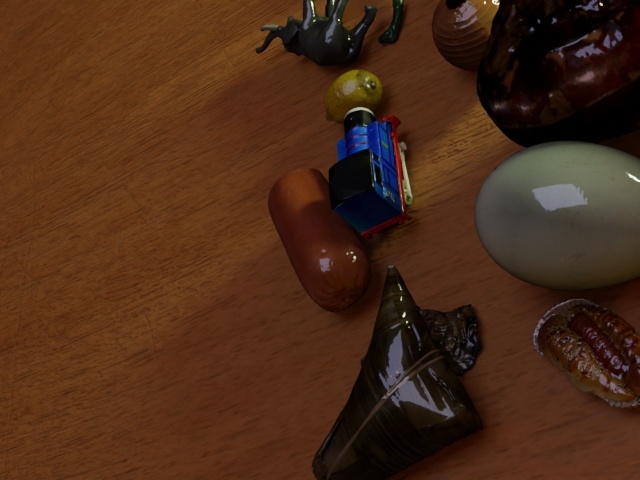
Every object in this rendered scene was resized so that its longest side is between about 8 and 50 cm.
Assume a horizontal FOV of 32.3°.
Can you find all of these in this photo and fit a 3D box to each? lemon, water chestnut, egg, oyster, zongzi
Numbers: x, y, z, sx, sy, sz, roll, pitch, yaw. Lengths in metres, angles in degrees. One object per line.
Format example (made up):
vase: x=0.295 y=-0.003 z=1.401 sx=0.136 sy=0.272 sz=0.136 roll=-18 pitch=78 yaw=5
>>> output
lemon: x=0.051 y=-0.229 z=1.787 sx=0.110 sy=0.082 sz=0.082 roll=-33 pitch=45 yaw=31
water chestnut: x=0.329 y=-0.258 z=1.403 sx=0.300 sy=0.300 sz=0.300 roll=-23 pitch=50 yaw=30
egg: x=0.313 y=-0.030 z=1.339 sx=0.264 sy=0.183 sz=0.183 roll=3 pitch=65 yaw=37
oyster: x=0.133 y=0.142 z=1.488 sx=0.177 sy=0.056 sz=0.106 roll=-14 pitch=62 yaw=30
zongzi: x=0.057 y=0.194 z=1.440 sx=0.247 sy=0.111 sz=0.241 roll=-36 pitch=63 yaw=19

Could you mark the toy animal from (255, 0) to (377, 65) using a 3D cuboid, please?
toy animal: x=-0.013 y=-0.378 z=1.928 sx=0.269 sy=0.082 sz=0.137 roll=20 pitch=96 yaw=46

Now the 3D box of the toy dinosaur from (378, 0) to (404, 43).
toy dinosaur: x=0.170 y=-0.575 z=1.912 sx=0.447 sy=0.087 sz=0.301 roll=-53 pitch=40 yaw=10

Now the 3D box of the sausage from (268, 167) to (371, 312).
sausage: x=0.000 y=0.000 z=1.658 sx=0.113 sy=0.113 sz=0.259 roll=-42 pitch=42 yaw=13

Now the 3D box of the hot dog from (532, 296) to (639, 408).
hot dog: x=0.331 y=0.133 z=1.309 sx=0.099 sy=0.053 sz=0.192 roll=-54 pitch=39 yaw=5

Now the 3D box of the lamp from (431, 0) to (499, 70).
lamp: x=0.233 y=-0.320 z=1.648 sx=0.136 sy=0.136 sz=0.136 roll=-23 pitch=50 yaw=30

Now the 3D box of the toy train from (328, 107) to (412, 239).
toy train: x=0.074 y=-0.110 z=1.647 sx=0.082 sy=0.131 sz=0.204 roll=-26 pitch=48 yaw=28
